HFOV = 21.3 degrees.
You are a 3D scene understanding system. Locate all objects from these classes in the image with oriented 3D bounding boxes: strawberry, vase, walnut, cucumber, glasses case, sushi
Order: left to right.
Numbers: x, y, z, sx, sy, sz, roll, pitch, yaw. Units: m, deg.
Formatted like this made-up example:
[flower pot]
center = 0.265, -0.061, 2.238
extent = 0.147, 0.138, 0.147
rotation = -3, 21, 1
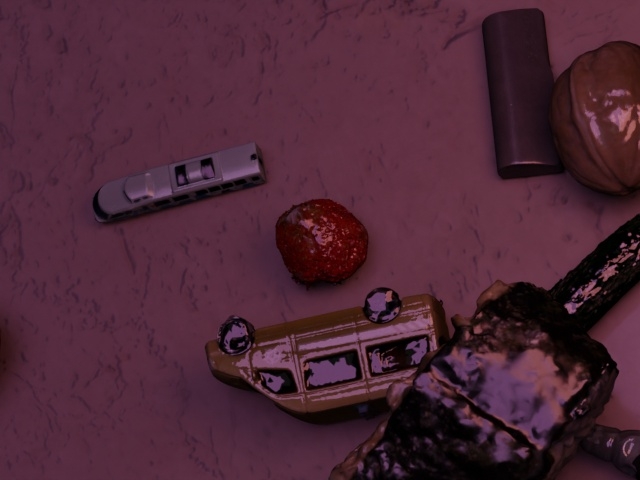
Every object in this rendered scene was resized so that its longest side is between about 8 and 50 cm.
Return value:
[strawberry]
center = 0.000, -0.001, 1.840
extent = 0.106, 0.106, 0.106
rotation = -6, 69, 15
[sushi]
center = 0.136, 0.211, 1.645
extent = 0.171, 0.211, 0.350
rotation = 38, 104, 14
[glasses case]
center = 0.220, -0.161, 1.863
extent = 0.072, 0.042, 0.190
rotation = -6, 69, 6
[cucumber]
center = 0.278, 0.049, 1.752
extent = 0.245, 0.067, 0.067
rotation = -44, 65, 0
[walnut]
center = 0.308, -0.126, 1.770
extent = 0.140, 0.140, 0.162
rotation = -21, 76, 9
[vase]
center = 0.354, 0.223, 1.669
extent = 0.211, 0.060, 0.060
rotation = 16, 76, 27

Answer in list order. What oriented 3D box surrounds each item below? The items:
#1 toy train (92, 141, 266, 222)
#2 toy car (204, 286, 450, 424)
[toy train]
center = -0.166, -0.064, 1.940
extent = 0.207, 0.047, 0.043
rotation = -15, 69, 10
[toy car]
center = 0.011, 0.131, 1.784
extent = 0.257, 0.101, 0.124
rotation = -13, 71, 11
